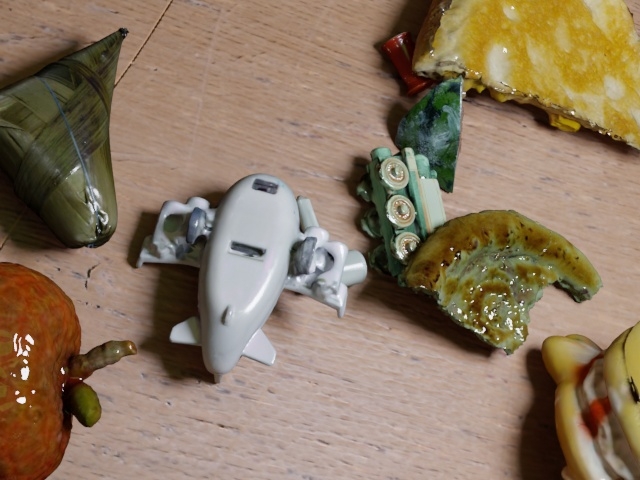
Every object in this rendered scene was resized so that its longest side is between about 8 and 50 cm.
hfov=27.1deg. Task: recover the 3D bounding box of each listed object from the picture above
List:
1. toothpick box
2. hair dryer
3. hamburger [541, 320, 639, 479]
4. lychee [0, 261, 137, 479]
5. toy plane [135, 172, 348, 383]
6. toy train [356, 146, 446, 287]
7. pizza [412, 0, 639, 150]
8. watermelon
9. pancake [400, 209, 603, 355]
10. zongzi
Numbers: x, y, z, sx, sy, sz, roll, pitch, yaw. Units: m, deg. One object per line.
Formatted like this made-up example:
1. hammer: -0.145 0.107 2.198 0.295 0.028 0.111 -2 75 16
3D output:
1. toothpick box: 0.125 -0.247 1.868 0.047 0.047 0.083 -26 86 -28
2. hair dryer: 0.000 0.000 1.735 0.082 0.047 0.137 -12 71 -27
3. hamburger: 0.409 0.238 1.736 0.261 0.186 0.303 -13 72 -53
4. lychee: -0.350 0.148 1.420 0.300 0.255 0.255 5 70 -7
5. toy plane: -0.095 0.040 1.633 0.266 0.123 0.267 2 68 -5
6. toy train: 0.120 -0.033 1.779 0.125 0.080 0.194 -2 75 -33
7. pizza: 0.327 -0.337 1.958 0.434 0.080 0.392 18 62 -27
8. watermelon: 0.160 -0.157 1.820 0.101 0.155 0.080 21 53 7
9. pancake: 0.246 0.054 1.769 0.376 0.054 0.197 -7 87 -39
10. zongzi: -0.272 -0.122 1.615 0.242 0.112 0.221 -36 88 -30
